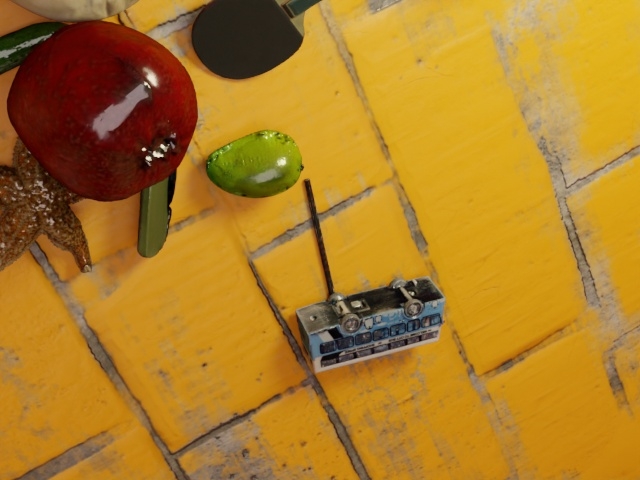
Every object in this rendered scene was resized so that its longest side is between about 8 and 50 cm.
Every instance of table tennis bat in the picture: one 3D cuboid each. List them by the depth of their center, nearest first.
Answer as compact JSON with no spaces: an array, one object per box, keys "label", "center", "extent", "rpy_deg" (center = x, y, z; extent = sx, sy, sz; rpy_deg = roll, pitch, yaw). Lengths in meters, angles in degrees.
[{"label":"table tennis bat","center":[-0.082,-0.380,1.407],"extent":[0.301,0.022,0.173],"rpy_deg":[-27,134,18]}]

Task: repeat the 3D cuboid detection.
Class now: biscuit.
[{"label":"biscuit","center":[-0.289,-0.125,1.467],"extent":[0.038,0.099,0.322],"rpy_deg":[14,110,11]}]

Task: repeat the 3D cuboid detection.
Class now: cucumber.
[{"label":"cucumber","center":[-0.517,-0.301,1.336],"extent":[0.250,0.056,0.056],"rpy_deg":[-26,116,-10]}]

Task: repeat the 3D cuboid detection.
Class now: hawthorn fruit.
[{"label":"hawthorn fruit","center":[-0.349,-0.210,1.272],"extent":[0.307,0.265,0.265],"rpy_deg":[33,99,16]}]

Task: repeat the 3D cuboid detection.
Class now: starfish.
[{"label":"starfish","center":[-0.463,-0.070,1.416],"extent":[0.303,0.113,0.312],"rpy_deg":[-19,112,-12]}]

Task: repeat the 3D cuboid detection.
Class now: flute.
[{"label":"flute","center":[0.000,0.000,1.653],"extent":[0.014,0.014,0.269],"rpy_deg":[-18,115,-12]}]

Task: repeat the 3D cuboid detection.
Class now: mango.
[{"label":"mango","center":[-0.121,-0.137,1.514],"extent":[0.178,0.100,0.119],"rpy_deg":[-7,76,-7]}]

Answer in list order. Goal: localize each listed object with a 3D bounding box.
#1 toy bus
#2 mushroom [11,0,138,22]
[{"label":"toy bus","center":[0.105,0.170,1.702],"extent":[0.297,0.106,0.131],"rpy_deg":[-12,123,-14]},{"label":"mushroom","center":[-0.345,-0.482,1.223],"extent":[0.356,0.315,0.315],"rpy_deg":[12,109,13]}]
